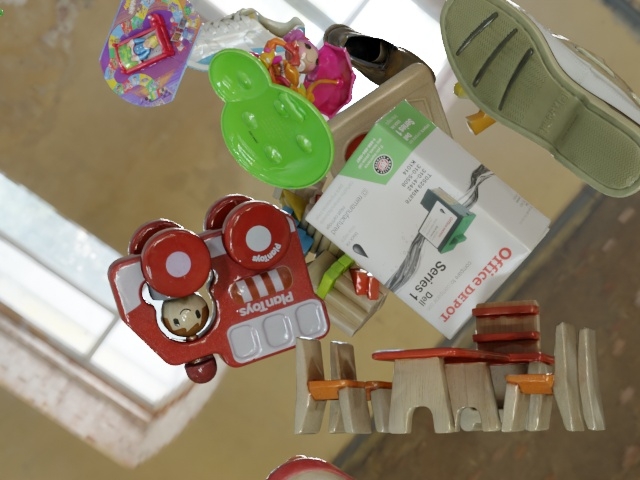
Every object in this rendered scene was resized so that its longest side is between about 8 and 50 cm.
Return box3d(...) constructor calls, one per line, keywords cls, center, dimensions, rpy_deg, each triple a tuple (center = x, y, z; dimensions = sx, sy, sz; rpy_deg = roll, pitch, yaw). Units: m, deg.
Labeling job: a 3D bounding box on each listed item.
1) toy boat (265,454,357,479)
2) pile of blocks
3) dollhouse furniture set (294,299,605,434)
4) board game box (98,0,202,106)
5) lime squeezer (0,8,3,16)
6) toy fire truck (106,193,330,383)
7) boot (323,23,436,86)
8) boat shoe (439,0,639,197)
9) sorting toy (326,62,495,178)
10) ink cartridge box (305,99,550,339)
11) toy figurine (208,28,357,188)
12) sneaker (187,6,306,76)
box3d(cls="toy boat", center=(-0.015, 0.408, 1.826), dimensions=(0.151, 0.231, 0.151), rpy_deg=(-41, -130, 5))
box3d(cls="pile of blocks", center=(0.000, 0.000, 2.096), dimensions=(0.149, 0.362, 0.112), rpy_deg=(-17, 150, -28))
box3d(cls="dollhouse furniture set", center=(0.139, 0.115, 1.090), dimensions=(0.262, 0.259, 0.135), rpy_deg=(-6, -100, 27))
box3d(cls="board game box", center=(-0.245, -0.272, 1.571), dimensions=(0.169, 0.133, 0.033), rpy_deg=(-66, 163, 10))
box3d(cls="lime squeezer", center=(-0.687, -0.349, 1.881), dimensions=(0.310, 0.110, 0.059), rpy_deg=(-39, -166, -33))
box3d(cls="toy fire truck", center=(-0.152, 0.078, 1.710), dimensions=(0.302, 0.254, 0.169), rpy_deg=(-19, -169, -15))
box3d(cls="boot", center=(0.111, -0.307, 1.973), dimensions=(0.106, 0.219, 0.082), rpy_deg=(-122, -126, -72))
box3d(cls="boat shoe", center=(0.257, -0.166, 1.254), dimensions=(0.103, 0.302, 0.113), rpy_deg=(-20, 153, -52))
box3d(cls="sorting toy", center=(0.156, -0.169, 1.823), dimensions=(0.307, 0.229, 0.041), rpy_deg=(-34, -137, -6))
box3d(cls="ink cartridge box", center=(0.121, -0.022, 1.274), dimensions=(0.160, 0.219, 0.092), rpy_deg=(-53, 175, 33))
box3d(cls="toy figurine", center=(-0.028, -0.170, 1.230), dimensions=(0.130, 0.173, 0.159), rpy_deg=(-17, -152, 38))
box3d(cls="sneaker", center=(-0.134, -0.305, 1.708), dimensions=(0.087, 0.228, 0.092), rpy_deg=(-107, -155, -54))
